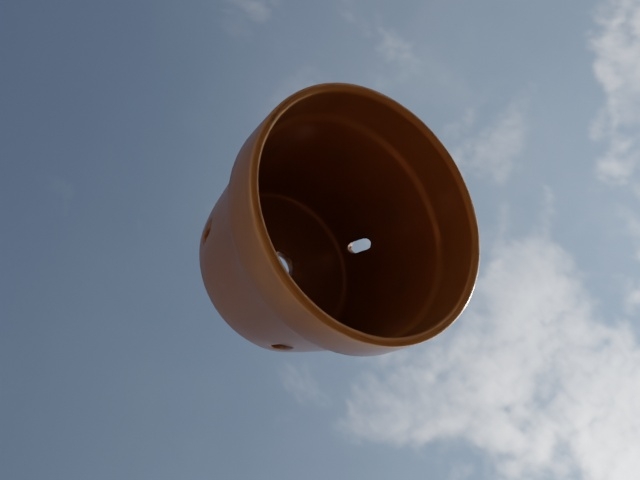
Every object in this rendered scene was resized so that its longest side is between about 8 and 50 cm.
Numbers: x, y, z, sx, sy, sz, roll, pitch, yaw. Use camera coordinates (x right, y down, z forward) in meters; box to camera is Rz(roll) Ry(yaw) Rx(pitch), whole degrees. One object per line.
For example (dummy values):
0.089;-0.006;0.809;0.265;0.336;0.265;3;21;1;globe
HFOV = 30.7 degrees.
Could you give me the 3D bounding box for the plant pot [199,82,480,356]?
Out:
0.000;0.000;1.276;0.291;0.203;0.291;14;-116;-30;plant pot
